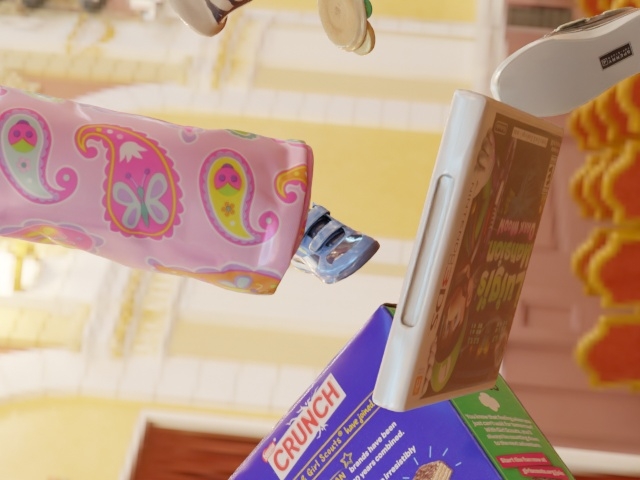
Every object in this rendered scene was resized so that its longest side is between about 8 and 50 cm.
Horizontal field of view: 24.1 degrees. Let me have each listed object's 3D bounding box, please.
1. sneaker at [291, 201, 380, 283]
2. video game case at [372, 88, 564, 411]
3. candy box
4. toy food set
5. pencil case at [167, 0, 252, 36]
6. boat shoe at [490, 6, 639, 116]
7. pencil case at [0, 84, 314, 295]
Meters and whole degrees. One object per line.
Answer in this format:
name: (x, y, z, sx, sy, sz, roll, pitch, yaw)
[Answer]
sneaker: (0.000, 0.000, 1.358, 0.144, 0.053, 0.059, 8, 135, 60)
video game case: (0.091, 0.008, 0.870, 0.190, 0.022, 0.173, 3, -77, -69)
candy box: (0.085, 0.259, 1.316, 0.268, 0.122, 0.317, -51, 53, 23)
toy food set: (0.025, -0.224, 1.457, 0.083, 0.020, 0.083, 33, 133, 50)
pencil case: (-0.032, -0.416, 1.871, 0.183, 0.410, 0.160, 9, -126, -60)
boat shoe: (0.262, -0.183, 1.524, 0.070, 0.219, 0.078, 29, 136, 64)
pencil case: (-0.149, -0.043, 1.045, 0.124, 0.284, 0.124, -168, 90, -83)
